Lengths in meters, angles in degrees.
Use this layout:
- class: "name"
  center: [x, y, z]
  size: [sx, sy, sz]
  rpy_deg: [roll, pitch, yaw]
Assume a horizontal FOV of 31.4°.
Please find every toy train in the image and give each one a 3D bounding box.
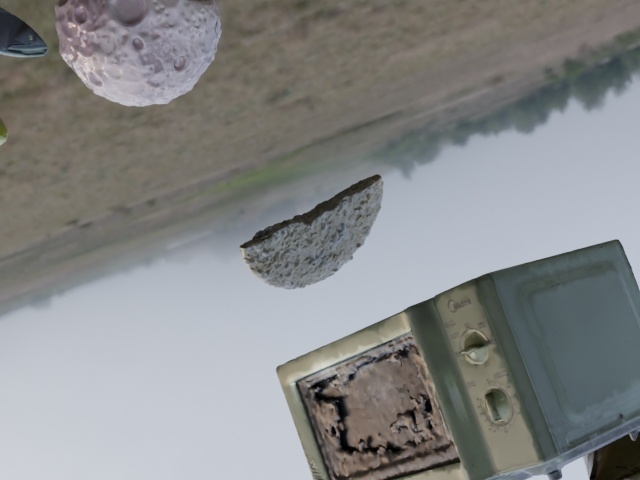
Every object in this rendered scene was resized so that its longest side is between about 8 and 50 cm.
- class: "toy train"
  center: [-0.425, -0.259, 1.263]
  size: [0.252, 0.055, 0.048]
  rpy_deg: [23, 173, -26]

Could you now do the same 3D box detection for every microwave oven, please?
- class: "microwave oven"
  center: [0.173, 0.171, 1.283]
  size: [0.286, 0.218, 0.355]
  rpy_deg: [-10, 167, -41]

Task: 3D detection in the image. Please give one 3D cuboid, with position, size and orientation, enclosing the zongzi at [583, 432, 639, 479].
- class: "zongzi"
  center: [0.462, 0.220, 1.447]
  size: [0.289, 0.123, 0.260]
  rpy_deg: [-35, -161, 17]

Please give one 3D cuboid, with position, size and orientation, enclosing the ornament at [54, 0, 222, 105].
- class: "ornament"
  center: [-0.293, -0.332, 1.792]
  size: [0.225, 0.259, 0.259]
  rpy_deg: [-51, 170, 22]

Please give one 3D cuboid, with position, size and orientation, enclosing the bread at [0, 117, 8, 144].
- class: "bread"
  center: [-0.664, -0.208, 2.154]
  size: [0.114, 0.129, 0.111]
  rpy_deg: [-42, -143, 11]

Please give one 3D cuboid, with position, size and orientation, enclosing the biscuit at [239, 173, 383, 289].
- class: "biscuit"
  center: [-0.002, 0.004, 1.668]
  size: [0.250, 0.133, 0.032]
  rpy_deg: [-28, -140, -24]
